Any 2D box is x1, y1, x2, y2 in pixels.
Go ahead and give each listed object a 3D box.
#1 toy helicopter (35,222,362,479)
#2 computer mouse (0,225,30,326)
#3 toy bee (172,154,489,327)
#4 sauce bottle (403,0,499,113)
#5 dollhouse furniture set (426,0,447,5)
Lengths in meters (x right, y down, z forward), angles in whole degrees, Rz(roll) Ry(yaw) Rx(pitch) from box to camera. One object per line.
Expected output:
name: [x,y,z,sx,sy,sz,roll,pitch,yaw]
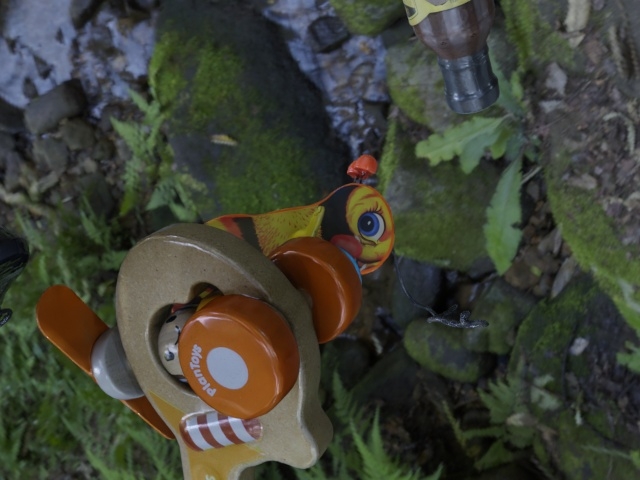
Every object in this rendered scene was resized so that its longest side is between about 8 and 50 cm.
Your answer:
toy helicopter: [-0.100,0.153,0.717,0.234,0.140,0.355,11,117,23]
computer mouse: [-0.311,0.058,0.643,0.060,0.184,0.262,55,151,2]
toy bee: [0.000,0.000,0.845,0.195,0.298,0.162,-9,78,55]
sauce bottle: [0.149,-0.313,1.069,0.111,0.111,0.344,1,130,30]
dollhouse furniture set: [0.274,-0.258,0.709,0.394,0.362,0.256,24,138,-25]
